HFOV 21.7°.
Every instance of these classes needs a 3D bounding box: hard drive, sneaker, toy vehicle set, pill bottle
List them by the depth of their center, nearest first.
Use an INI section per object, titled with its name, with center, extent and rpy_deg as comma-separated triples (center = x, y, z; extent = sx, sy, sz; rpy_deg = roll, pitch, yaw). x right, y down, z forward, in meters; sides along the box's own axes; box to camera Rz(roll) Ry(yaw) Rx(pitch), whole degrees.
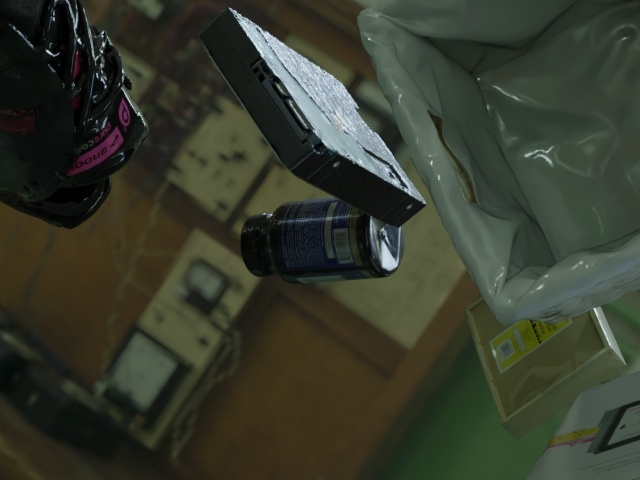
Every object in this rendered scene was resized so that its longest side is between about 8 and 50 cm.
[sneaker]
center = -0.220, -0.150, 1.321
extent = 0.202, 0.185, 0.483
rpy_deg = 38, -18, 8
[toy vehicle set]
center = 0.279, 0.121, 2.124
extent = 0.035, 0.166, 0.267
rpy_deg = 46, 16, -26
[hard drive]
center = -0.006, -0.149, 2.147
extent = 0.237, 0.064, 0.339
rpy_deg = 56, 13, 24
[pill bottle]
center = 0.000, 0.000, 2.409
extent = 0.219, 0.123, 0.123
rpy_deg = -4, -20, 30

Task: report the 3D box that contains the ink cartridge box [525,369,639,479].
[ink cartridge box]
center = 0.290, 0.222, 1.273
extent = 0.198, 0.197, 0.270
rpy_deg = 64, 27, -7

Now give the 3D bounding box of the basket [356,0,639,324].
[basket]
center = 0.266, -0.125, 1.579
extent = 0.328, 0.331, 0.266
rpy_deg = 65, 14, 13
